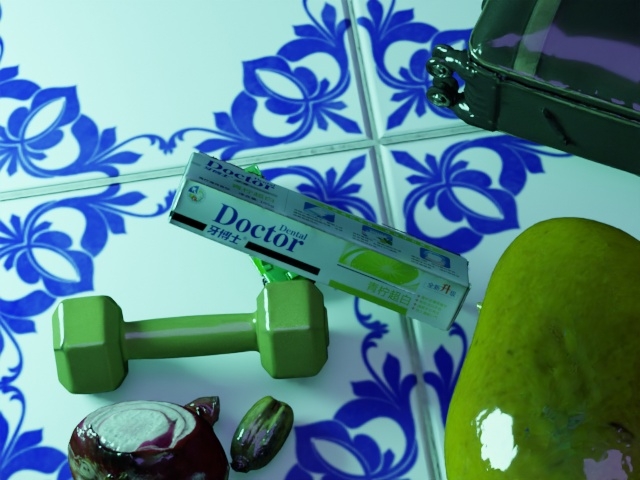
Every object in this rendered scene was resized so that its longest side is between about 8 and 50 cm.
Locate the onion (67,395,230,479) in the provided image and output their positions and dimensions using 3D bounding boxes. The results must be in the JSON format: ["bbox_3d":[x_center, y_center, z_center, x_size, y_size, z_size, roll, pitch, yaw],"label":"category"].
[{"bbox_3d":[-0.166,0.240,1.867,0.173,0.135,0.198,17,23,27],"label":"onion"}]

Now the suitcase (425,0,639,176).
[{"bbox_3d":[0.368,-0.228,2.053,0.434,0.194,0.283,20,64,12],"label":"suitcase"}]

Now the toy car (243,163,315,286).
[{"bbox_3d":[-0.062,-0.012,2.026,0.071,0.062,0.165,-27,62,-12],"label":"toy car"}]

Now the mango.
[{"bbox_3d":[0.268,0.162,1.821,0.301,0.220,0.445,-22,44,18],"label":"mango"}]

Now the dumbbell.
[{"bbox_3d":[-0.141,0.106,1.938,0.302,0.121,0.108,-4,89,1],"label":"dumbbell"}]

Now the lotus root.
[{"bbox_3d":[-0.067,0.214,1.906,0.054,0.049,0.099,29,65,9],"label":"lotus root"}]

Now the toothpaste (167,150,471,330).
[{"bbox_3d":[0.000,0.000,1.943,0.336,0.067,0.081,21,21,-6],"label":"toothpaste"}]
